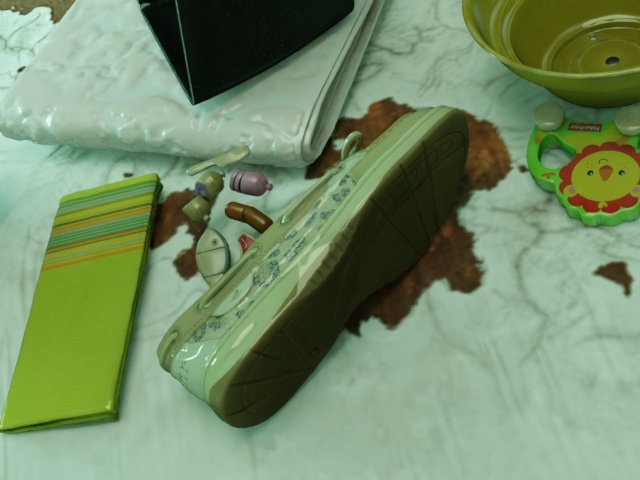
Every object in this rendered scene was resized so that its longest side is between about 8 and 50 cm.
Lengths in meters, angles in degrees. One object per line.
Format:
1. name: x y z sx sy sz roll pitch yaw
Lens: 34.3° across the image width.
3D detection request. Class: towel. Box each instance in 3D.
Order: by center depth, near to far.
1. towel: -0.189 0.046 0.838 0.102 0.021 0.237 -13 48 18
2. towel: -0.106 -0.200 0.998 0.331 0.053 0.317 6 52 25

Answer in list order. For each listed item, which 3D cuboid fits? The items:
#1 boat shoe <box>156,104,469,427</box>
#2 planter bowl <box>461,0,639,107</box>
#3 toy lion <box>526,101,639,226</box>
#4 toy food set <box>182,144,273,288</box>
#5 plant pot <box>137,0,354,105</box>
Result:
1. boat shoe: 0.000 0.000 0.744 0.089 0.105 0.285 29 66 35
2. planter bowl: 0.227 -0.170 0.815 0.217 0.090 0.217 -11 48 13
3. toy lion: 0.200 -0.055 0.769 0.100 0.034 0.096 7 61 27
4. toy food set: -0.071 -0.020 0.822 0.078 0.019 0.122 -21 63 7
5. plant pot: -0.071 -0.259 0.890 0.167 0.187 0.188 -18 45 -15
